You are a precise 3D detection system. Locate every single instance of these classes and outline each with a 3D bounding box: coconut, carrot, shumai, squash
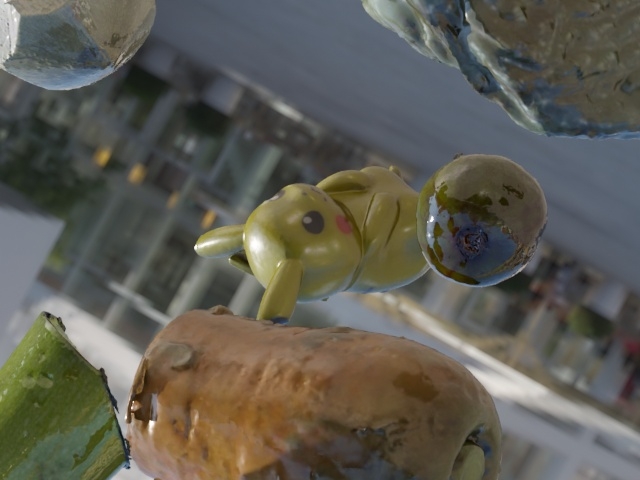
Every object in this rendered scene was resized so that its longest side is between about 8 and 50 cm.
[{"bbox_3d":[-0.231,-0.211,1.675,0.161,0.161,0.162,26,-148,-50],"label":"coconut"},{"bbox_3d":[-0.001,0.190,1.854,0.340,0.224,0.224,12,173,30],"label":"carrot"},{"bbox_3d":[0.134,-0.205,1.261,0.263,0.309,0.304,-8,107,63],"label":"shumai"},{"bbox_3d":[-0.251,0.206,1.437,0.137,0.287,0.137,38,178,2],"label":"squash"}]

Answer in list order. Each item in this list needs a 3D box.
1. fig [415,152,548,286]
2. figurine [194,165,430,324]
[{"bbox_3d":[0.151,-0.036,1.778,0.124,0.124,0.236,29,-163,-5],"label":"fig"},{"bbox_3d":[0.006,-0.001,2.448,0.326,0.169,0.218,-7,-151,-37],"label":"figurine"}]
